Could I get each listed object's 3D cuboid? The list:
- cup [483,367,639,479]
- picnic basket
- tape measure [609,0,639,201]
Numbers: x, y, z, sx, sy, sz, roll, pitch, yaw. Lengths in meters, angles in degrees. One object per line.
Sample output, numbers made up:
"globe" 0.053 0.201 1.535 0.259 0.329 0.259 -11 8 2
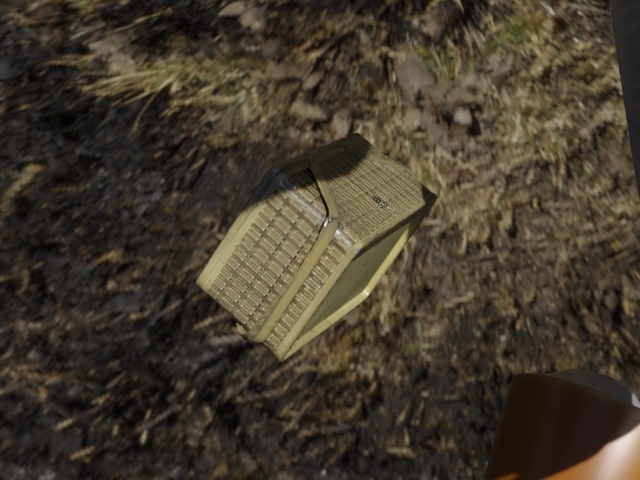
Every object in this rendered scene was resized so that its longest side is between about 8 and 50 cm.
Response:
"cup" 0.196 0.245 1.101 0.182 0.226 0.264 30 76 -16
"picnic basket" 0.000 0.000 0.895 0.079 0.164 0.115 39 117 11
"tape measure" 0.288 -0.066 0.595 0.271 0.133 0.231 -11 92 -15
